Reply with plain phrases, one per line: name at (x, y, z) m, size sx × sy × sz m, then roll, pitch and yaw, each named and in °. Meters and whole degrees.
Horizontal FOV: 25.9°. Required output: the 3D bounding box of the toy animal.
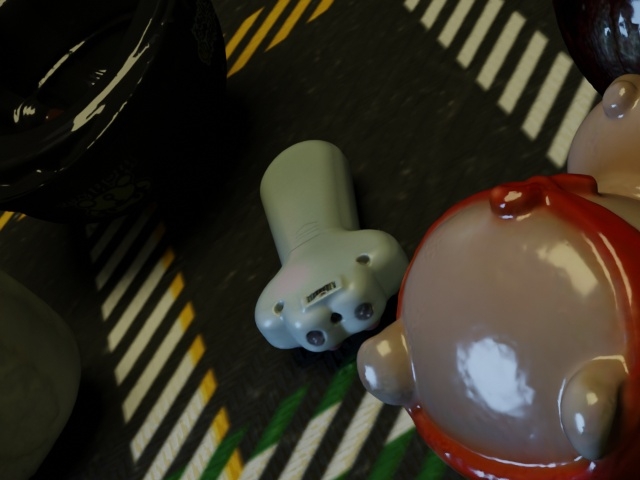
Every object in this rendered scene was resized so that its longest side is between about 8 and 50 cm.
toy animal at (0.126, 0.026, 0.582) m, size 0.197 × 0.171 × 0.171 m, roll -42°, pitch 31°, yaw -22°

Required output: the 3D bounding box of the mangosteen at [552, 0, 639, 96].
mangosteen at (0.213, -0.153, 0.682) m, size 0.216 × 0.216 × 0.216 m, roll -25°, pitch 32°, yaw 17°

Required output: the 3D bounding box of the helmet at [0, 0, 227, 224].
helmet at (-0.163, -0.105, 1.039) m, size 0.230 × 0.160 × 0.279 m, roll -27°, pitch 46°, yaw 15°

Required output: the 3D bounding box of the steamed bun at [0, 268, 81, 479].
steamed bun at (-0.352, 0.090, 0.882) m, size 0.383 × 0.247 × 0.236 m, roll 9°, pitch 63°, yaw 43°

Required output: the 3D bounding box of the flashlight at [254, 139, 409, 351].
flashlight at (0.000, 0.000, 0.844) m, size 0.093 × 0.047 × 0.200 m, roll -30°, pitch 28°, yaw 9°
